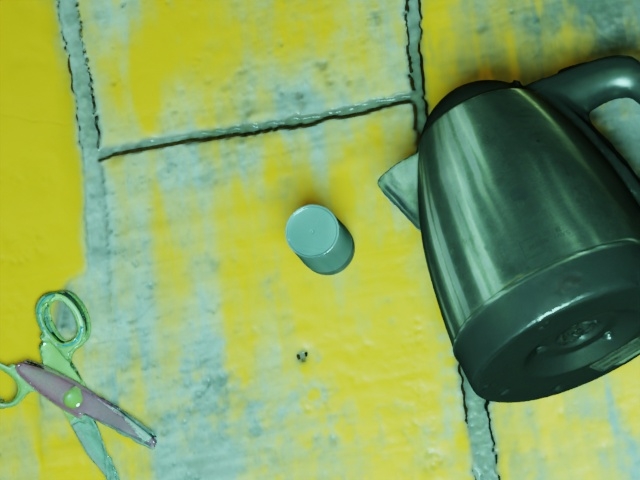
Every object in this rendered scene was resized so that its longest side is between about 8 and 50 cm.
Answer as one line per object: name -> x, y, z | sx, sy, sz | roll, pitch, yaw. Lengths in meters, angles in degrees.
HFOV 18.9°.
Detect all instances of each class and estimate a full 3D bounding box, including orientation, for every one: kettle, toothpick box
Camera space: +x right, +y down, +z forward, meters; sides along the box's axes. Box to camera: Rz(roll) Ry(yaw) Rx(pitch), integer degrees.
kettle -> 0.189, -0.033, 1.669 | 0.251, 0.207, 0.271 | -40, 60, 30
toothpick box -> 0.000, 0.000, 1.759 | 0.052, 0.083, 0.052 | -2, 78, 10

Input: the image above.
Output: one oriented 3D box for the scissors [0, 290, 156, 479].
scissors -> -0.233, 0.146, 1.805 | 0.133, 0.020, 0.187 | -44, 73, -5
